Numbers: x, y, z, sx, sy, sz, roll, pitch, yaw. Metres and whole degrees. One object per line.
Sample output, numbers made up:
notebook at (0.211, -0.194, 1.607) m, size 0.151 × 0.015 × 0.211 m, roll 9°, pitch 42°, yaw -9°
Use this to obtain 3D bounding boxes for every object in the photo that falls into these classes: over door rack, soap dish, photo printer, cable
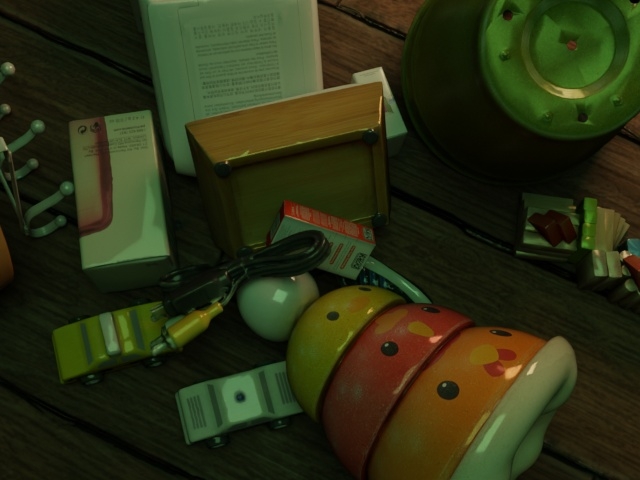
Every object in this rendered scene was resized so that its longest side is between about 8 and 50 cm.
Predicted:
over door rack at (-0.453, -0.161, 1.291) m, size 0.108 × 0.324 × 0.239 m, roll -28°, pitch 75°, yaw -10°
soap dish at (-0.033, -0.096, 1.337) m, size 0.291 × 0.229 × 0.118 m, roll -13°, pitch 42°, yaw -6°
photo printer at (-0.122, -0.238, 1.364) m, size 0.256 × 0.307 × 0.107 m, roll -9°, pitch 32°, yaw -5°
cable at (-0.119, 0.060, 1.270) m, size 0.287 × 0.139 × 0.072 m, roll -24°, pitch 119°, yaw 0°

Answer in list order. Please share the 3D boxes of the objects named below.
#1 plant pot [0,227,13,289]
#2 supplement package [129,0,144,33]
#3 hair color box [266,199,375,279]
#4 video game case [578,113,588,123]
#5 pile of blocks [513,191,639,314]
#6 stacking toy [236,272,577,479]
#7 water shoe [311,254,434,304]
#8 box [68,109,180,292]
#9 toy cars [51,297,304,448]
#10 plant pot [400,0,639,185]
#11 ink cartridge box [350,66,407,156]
plant pot at (-0.569, 0.006, 1.277) m, size 0.203 × 0.291 × 0.291 m, roll -24°, pitch 74°, yaw -27°
supplement package at (-0.155, -0.429, 1.483) m, size 0.262 × 0.145 × 0.204 m, roll 14°, pitch 72°, yaw 3°
hair color box at (0.000, 0.000, 1.303) m, size 0.141 × 0.072 × 0.043 m, roll 19°, pitch 32°, yaw -16°
video game case at (0.421, -0.187, 1.500) m, size 0.122 × 0.011 × 0.087 m, roll -41°, pitch 78°, yaw -14°
pile of blocks at (0.465, 0.025, 1.382) m, size 0.362 × 0.112 × 0.149 m, roll 32°, pitch 74°, yaw 7°
stacking toy at (0.067, 0.180, 1.240) m, size 0.480 × 0.350 × 0.350 m, roll 32°, pitch 73°, yaw 21°
water shoe at (0.077, 0.070, 1.384) m, size 0.203 × 0.073 × 0.080 m, roll 33°, pitch 92°, yaw 14°
box at (-0.291, -0.055, 1.357) m, size 0.127 × 0.148 × 0.232 m, roll -8°, pitch 73°, yaw -4°
toy cars at (-0.208, 0.187, 1.316) m, size 0.393 × 0.087 × 0.176 m, roll 24°, pitch 73°, yaw 5°
plant pot at (0.313, -0.254, 1.280) m, size 0.366 × 0.353 × 0.366 m, roll 0°, pitch 95°, yaw -1°
ink cartridge box at (0.089, -0.199, 1.449) m, size 0.052 × 0.088 × 0.122 m, roll -16°, pitch 74°, yaw -10°
